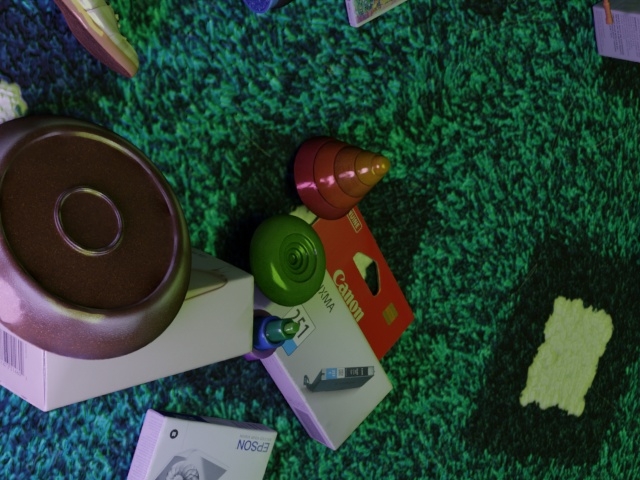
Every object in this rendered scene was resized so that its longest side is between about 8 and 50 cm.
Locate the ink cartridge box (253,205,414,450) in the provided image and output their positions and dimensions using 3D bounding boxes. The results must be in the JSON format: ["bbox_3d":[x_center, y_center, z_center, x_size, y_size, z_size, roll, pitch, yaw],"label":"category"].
[{"bbox_3d":[0.029,0.117,2.181,0.261,0.066,0.296,-47,131,-21],"label":"ink cartridge box"}]

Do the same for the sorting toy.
[{"bbox_3d":[0.000,0.000,1.995,0.127,0.126,0.365,44,56,-27],"label":"sorting toy"}]

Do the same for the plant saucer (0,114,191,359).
[{"bbox_3d":[-0.275,-0.016,1.728,0.311,0.050,0.310,17,58,-29],"label":"plant saucer"}]

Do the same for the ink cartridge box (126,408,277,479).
[{"bbox_3d":[-0.180,0.355,2.082,0.223,0.045,0.224,14,95,-46],"label":"ink cartridge box"}]

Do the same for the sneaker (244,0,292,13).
[{"bbox_3d":[-0.045,-0.402,1.894,0.090,0.081,0.232,-30,144,-42],"label":"sneaker"}]

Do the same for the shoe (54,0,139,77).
[{"bbox_3d":[-0.272,-0.276,1.742,0.058,0.076,0.219,-49,130,-13],"label":"shoe"}]

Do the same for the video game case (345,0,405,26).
[{"bbox_3d":[0.088,-0.393,2.084,0.157,0.019,0.143,-33,126,-32],"label":"video game case"}]

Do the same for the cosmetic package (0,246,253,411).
[{"bbox_3d":[-0.249,0.101,1.843,0.309,0.160,0.113,-15,115,-41],"label":"cosmetic package"}]

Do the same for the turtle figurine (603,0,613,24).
[{"bbox_3d":[0.410,-0.482,2.310,0.269,0.087,0.217,47,64,-34],"label":"turtle figurine"}]

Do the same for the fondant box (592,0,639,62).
[{"bbox_3d":[0.643,-0.360,2.403,0.238,0.330,0.096,-33,126,-32],"label":"fondant box"}]
